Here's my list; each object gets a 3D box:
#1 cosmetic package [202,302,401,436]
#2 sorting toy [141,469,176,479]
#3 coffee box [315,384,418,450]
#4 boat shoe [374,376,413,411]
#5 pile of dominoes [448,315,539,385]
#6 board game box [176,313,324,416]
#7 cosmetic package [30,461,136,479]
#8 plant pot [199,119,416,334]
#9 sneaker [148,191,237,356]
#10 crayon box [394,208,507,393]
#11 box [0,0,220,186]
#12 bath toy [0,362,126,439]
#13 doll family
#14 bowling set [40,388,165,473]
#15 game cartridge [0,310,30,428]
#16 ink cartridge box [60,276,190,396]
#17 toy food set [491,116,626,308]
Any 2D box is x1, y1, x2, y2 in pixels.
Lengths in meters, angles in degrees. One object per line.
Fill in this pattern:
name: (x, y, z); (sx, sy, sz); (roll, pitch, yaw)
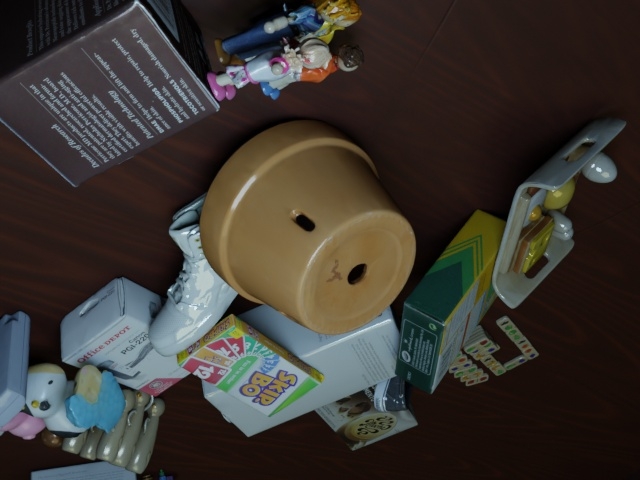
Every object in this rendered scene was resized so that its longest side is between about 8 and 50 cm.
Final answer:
cosmetic package: (-0.027, 0.209, 1.422); (0.365, 0.155, 0.197); (-22, 139, 5)
sorting toy: (-0.385, 0.572, 1.795); (0.102, 0.042, 0.061); (2, 153, -40)
coffee box: (0.081, 0.322, 1.618); (0.168, 0.119, 0.297); (-23, 140, 7)
boat shoe: (0.177, 0.249, 1.495); (0.076, 0.228, 0.080); (3, 125, 27)
pile of dominoes: (0.388, 0.275, 1.744); (0.196, 0.040, 0.251); (-32, 138, 15)
board game box: (-0.109, 0.223, 1.281); (0.124, 0.039, 0.259); (-35, 134, 17)
cosmetic package: (-0.511, 0.620, 1.649); (0.224, 0.225, 0.138); (-3, 140, -17)
plant pot: (0.000, 0.000, 1.087); (0.290, 0.203, 0.291); (-21, 131, -26)
sneaker: (-0.202, 0.038, 1.179); (0.292, 0.108, 0.169); (-47, 134, 0)
crayon box: (0.252, 0.091, 1.351); (0.323, 0.083, 0.203); (-45, 151, -35)
box: (-0.250, -0.206, 0.855); (0.203, 0.168, 0.167); (-26, 140, 10)
bath toy: (-0.510, 0.290, 1.281); (0.348, 0.129, 0.151); (-13, 113, 24)
doll family: (-0.031, -0.246, 0.893); (0.163, 0.263, 0.118); (-16, 98, 18)
bowling set: (-0.422, 0.333, 1.428); (0.199, 0.154, 0.287); (15, 158, 3)
game cartridge: (-0.593, 0.262, 1.235); (0.294, 0.196, 0.060); (-31, 131, 16)
ink cartridge box: (-0.319, 0.173, 1.320); (0.158, 0.092, 0.218); (-35, 135, 19)
toy food set: (0.406, -0.040, 1.272); (0.219, 0.092, 0.306); (-39, 149, -30)
